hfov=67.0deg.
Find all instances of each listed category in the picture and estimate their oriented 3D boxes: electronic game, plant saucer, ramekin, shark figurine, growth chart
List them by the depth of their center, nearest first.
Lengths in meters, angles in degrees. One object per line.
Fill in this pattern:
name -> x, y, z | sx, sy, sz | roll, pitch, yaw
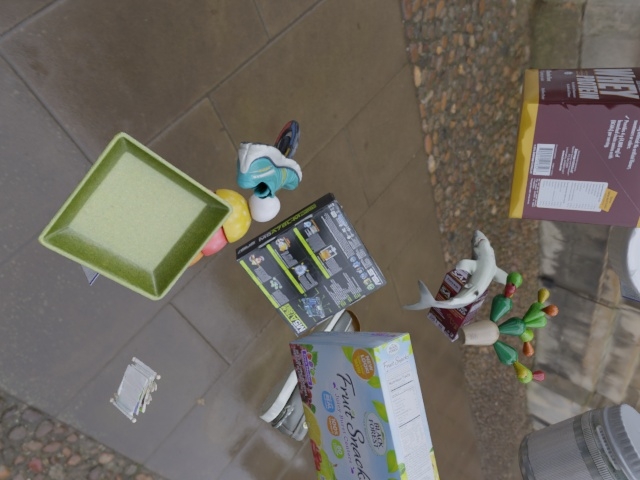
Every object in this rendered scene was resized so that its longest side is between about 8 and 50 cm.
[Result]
plant saucer -> -0.255, -0.032, 0.686 | 0.188, 0.045, 0.188 | 36, 98, -32
ramekin -> 0.793, 0.017, 1.093 | 0.127, 0.273, 0.272 | -77, -176, -80
shark figurine -> 0.346, 0.119, 1.182 | 0.278, 0.166, 0.116 | -37, 166, -22
growth chart -> -0.695, 0.562, 1.813 | 0.237, 0.172, 0.021 | -61, 156, 11
electronic game -> -0.150, -0.392, 2.012 | 0.048, 0.229, 0.229 | 20, 94, -26

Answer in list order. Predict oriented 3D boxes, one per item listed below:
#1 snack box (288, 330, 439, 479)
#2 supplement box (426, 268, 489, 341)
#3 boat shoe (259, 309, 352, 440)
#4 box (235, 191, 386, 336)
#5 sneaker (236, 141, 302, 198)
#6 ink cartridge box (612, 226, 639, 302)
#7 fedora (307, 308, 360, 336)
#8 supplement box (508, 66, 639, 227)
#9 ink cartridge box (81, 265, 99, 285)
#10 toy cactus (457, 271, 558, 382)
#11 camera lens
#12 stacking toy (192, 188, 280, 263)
snack box -> 0.052, 0.226, 0.629 | 0.070, 0.175, 0.206 | -13, 92, -39
supplement box -> 0.455, 0.215, 1.623 | 0.073, 0.130, 0.239 | -23, 142, -30
boat shoe -> -0.007, 0.255, 0.974 | 0.109, 0.091, 0.305 | -47, -177, 47
box -> -0.012, 0.044, 0.802 | 0.184, 0.045, 0.190 | -31, 118, 7
sneaker -> -0.125, -0.149, 1.114 | 0.275, 0.107, 0.109 | 10, 92, -72
ink cartridge box -> 0.916, 0.073, 1.321 | 0.045, 0.223, 0.223 | -17, 103, -13
fedora -> 0.021, 0.271, 1.361 | 0.079, 0.194, 0.194 | 37, 80, -37
supplement box -> 0.390, -0.138, 0.707 | 0.129, 0.194, 0.191 | -62, 151, -47
ink cartridge box -> -0.679, -0.039, 1.468 | 0.175, 0.371, 0.069 | -50, 141, 9
toy cactus -> 0.360, 0.177, 0.932 | 0.181, 0.112, 0.218 | -7, 101, -10
camera lens -> 0.624, 0.522, 1.115 | 0.219, 0.219, 0.274 | -3, 149, -50
stacking toy -> -0.389, -0.080, 1.850 | 0.481, 0.350, 0.350 | -12, 127, -3
